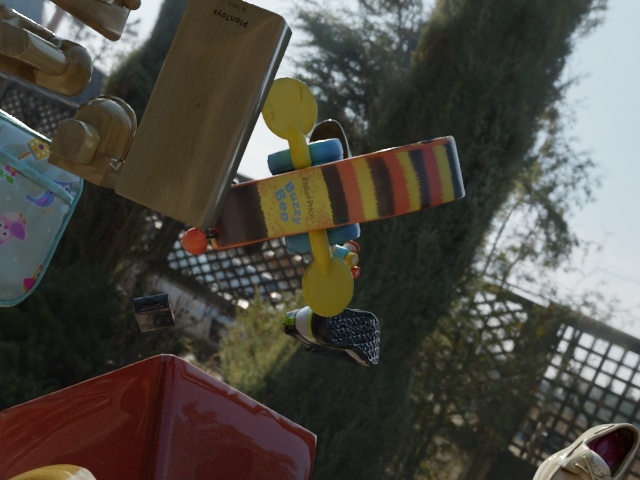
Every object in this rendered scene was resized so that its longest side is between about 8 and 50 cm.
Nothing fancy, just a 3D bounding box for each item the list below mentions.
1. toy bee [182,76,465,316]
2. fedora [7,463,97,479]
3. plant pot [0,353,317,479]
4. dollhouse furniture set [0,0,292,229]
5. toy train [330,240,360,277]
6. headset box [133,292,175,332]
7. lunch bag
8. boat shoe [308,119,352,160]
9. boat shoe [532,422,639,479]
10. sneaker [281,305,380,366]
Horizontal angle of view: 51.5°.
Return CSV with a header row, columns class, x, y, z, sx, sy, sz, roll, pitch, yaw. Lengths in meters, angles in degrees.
class,x,y,z,sx,sy,sz,roll,pitch,yaw
toy bee,-0.034,-0.020,0.583,0.162,0.298,0.195,-22,79,-53
fedora,-0.187,0.231,0.386,0.194,0.194,0.079,22,-28,53
plant pot,-0.183,0.308,0.703,0.268,0.235,0.267,-22,-43,26
dollhouse furniture set,-0.095,-0.099,0.397,0.151,0.144,0.123,23,3,7
toy train,0.000,0.000,1.085,0.166,0.046,0.125,43,-25,-7
headset box,-0.296,0.127,1.182,0.062,0.032,0.083,-9,-32,-11
lunch bag,-0.426,-0.066,0.753,0.108,0.224,0.279,6,-23,42
boat shoe,0.019,-0.076,0.850,0.056,0.152,0.048,-12,-7,13
boat shoe,0.300,0.255,0.747,0.063,0.170,0.059,51,-35,14
sneaker,0.019,0.144,1.055,0.097,0.084,0.235,-5,-24,28
